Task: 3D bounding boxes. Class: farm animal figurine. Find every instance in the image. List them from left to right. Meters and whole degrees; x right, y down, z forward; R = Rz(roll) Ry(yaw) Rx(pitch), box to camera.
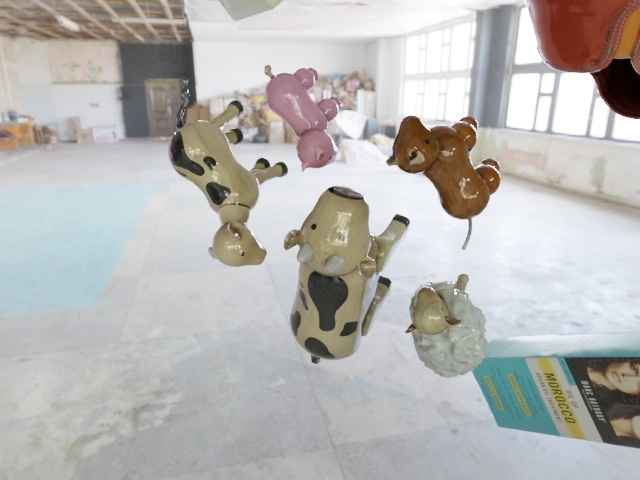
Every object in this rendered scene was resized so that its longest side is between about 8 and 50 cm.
[{"bbox_3d":[0.000,0.000,0.482,0.329,0.327,0.172,8,35,27],"label":"farm animal figurine"}]

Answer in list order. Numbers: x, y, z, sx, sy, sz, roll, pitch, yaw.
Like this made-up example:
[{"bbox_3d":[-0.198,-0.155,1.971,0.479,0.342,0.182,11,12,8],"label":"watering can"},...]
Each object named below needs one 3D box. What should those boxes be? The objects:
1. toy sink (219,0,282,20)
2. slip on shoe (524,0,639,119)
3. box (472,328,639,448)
[{"bbox_3d":[-0.056,-0.448,0.667,0.234,0.131,0.152,-46,33,-9],"label":"toy sink"},{"bbox_3d":[0.211,-0.184,0.361,0.331,0.101,0.123,14,23,-37],"label":"slip on shoe"},{"bbox_3d":[0.282,0.158,0.510,0.060,0.101,0.244,-24,-2,-29],"label":"box"}]
